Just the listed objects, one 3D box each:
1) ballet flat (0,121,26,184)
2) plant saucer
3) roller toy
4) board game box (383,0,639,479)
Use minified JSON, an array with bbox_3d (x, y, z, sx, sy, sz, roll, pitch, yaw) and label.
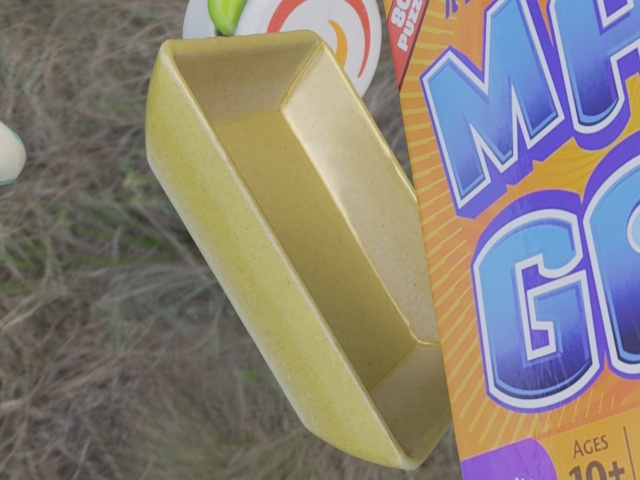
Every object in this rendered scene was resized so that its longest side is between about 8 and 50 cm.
[{"bbox_3d":[-0.375,-0.128,1.157,0.248,0.086,0.086,37,111,0],"label":"ballet flat"},{"bbox_3d":[0.000,0.000,1.020,0.081,0.333,0.332,-31,89,22],"label":"plant saucer"},{"bbox_3d":[-0.044,-0.217,1.406,0.146,0.191,0.209,24,132,47],"label":"roller toy"},{"bbox_3d":[0.298,-0.043,0.719,0.356,0.356,0.356,-34,59,52],"label":"board game box"}]
